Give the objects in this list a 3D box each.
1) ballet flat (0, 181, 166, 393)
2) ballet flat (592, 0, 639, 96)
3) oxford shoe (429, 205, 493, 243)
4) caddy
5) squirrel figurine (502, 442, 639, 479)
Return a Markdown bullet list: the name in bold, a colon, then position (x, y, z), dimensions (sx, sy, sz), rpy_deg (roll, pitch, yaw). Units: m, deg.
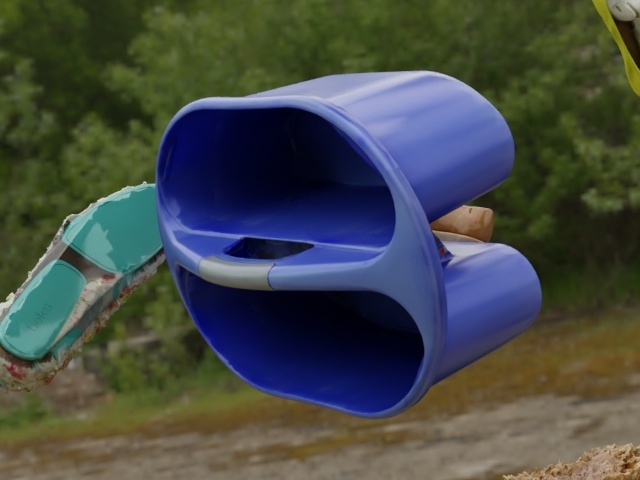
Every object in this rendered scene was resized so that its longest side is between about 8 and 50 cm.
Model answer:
- **ballet flat**: position (-0.204, 0.039, 1.275), dimensions (0.241, 0.091, 0.077), rpy_deg (-47, -9, -39)
- **ballet flat**: position (0.437, -0.298, 2.087), dimensions (0.077, 0.231, 0.077), rpy_deg (-28, 17, -8)
- **oxford shoe**: position (0.136, -0.031, 2.005), dimensions (0.212, 0.076, 0.076), rpy_deg (13, -12, 29)
- **caddy**: position (0.000, 0.000, 1.135), dimensions (0.179, 0.241, 0.341), rpy_deg (-22, 16, -34)
- **squirrel figurine**: position (0.339, 0.458, 2.012), dimensions (0.281, 0.396, 0.370), rpy_deg (7, -20, -6)
